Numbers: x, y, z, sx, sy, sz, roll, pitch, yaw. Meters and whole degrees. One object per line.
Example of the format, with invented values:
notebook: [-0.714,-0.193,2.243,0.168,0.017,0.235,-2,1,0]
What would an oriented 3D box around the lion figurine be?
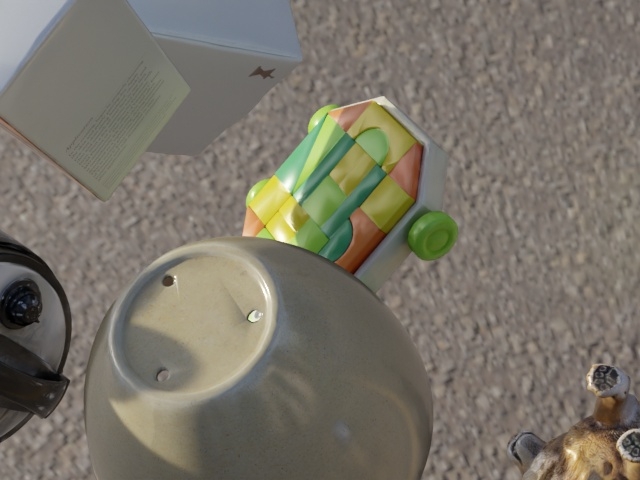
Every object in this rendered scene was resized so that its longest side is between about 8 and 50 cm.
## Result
lion figurine: [0.370,0.165,1.358,0.392,0.240,0.142,-26,60,-2]

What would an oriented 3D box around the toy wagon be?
toy wagon: [0.000,0.000,1.556,0.344,0.068,0.267,-49,43,8]

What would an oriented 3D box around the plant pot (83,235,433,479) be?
plant pot: [-0.068,0.106,1.047,0.284,0.191,0.284,-8,56,12]

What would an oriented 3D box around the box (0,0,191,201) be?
box: [-0.299,-0.200,1.378,0.215,0.345,0.168,35,84,15]

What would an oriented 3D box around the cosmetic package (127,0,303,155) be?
cosmetic package: [-0.277,-0.387,2.110,0.329,0.327,0.394,-36,59,45]

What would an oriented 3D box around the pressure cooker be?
pressure cooker: [-0.596,0.128,2.076,0.370,0.375,0.420,-21,36,-40]
